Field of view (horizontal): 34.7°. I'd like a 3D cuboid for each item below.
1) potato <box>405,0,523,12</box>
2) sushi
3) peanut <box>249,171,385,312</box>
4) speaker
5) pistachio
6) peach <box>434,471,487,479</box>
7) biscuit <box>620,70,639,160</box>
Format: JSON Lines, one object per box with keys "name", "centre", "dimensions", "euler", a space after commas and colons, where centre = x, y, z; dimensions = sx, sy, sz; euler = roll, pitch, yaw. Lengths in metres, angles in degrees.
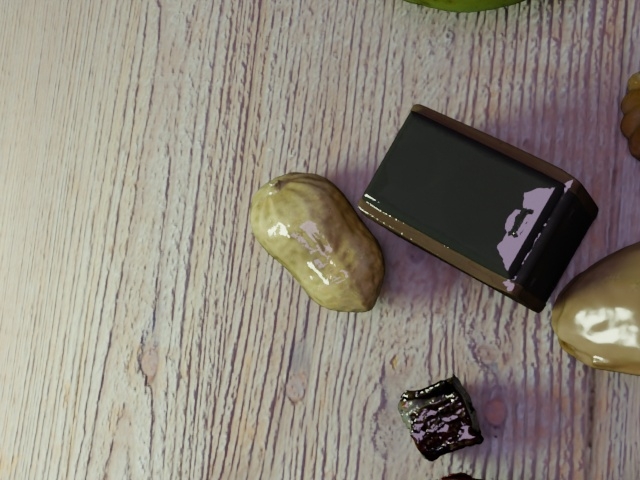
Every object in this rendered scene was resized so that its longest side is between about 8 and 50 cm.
{"name": "potato", "centre": [0.187, -0.398, 1.292], "dimensions": [0.304, 0.216, 0.215], "euler": [3, 82, 6]}
{"name": "sushi", "centre": [0.147, 0.219, 1.260], "dimensions": [0.084, 0.098, 0.094], "euler": [-26, 79, 15]}
{"name": "peanut", "centre": [0.000, 0.000, 1.328], "dimensions": [0.129, 0.129, 0.224], "euler": [-46, 74, 6]}
{"name": "speaker", "centre": [0.190, -0.039, 1.243], "dimensions": [0.231, 0.192, 0.153], "euler": [30, 92, 24]}
{"name": "pistachio", "centre": [0.401, 0.068, 1.182], "dimensions": [0.261, 0.162, 0.212], "euler": [5, 43, 37]}
{"name": "peach", "centre": [0.178, 0.384, 1.170], "dimensions": [0.231, 0.231, 0.231], "euler": [-3, 81, 17]}
{"name": "biscuit", "centre": [0.426, -0.151, 1.251], "dimensions": [0.118, 0.061, 0.183], "euler": [-7, 80, 18]}
